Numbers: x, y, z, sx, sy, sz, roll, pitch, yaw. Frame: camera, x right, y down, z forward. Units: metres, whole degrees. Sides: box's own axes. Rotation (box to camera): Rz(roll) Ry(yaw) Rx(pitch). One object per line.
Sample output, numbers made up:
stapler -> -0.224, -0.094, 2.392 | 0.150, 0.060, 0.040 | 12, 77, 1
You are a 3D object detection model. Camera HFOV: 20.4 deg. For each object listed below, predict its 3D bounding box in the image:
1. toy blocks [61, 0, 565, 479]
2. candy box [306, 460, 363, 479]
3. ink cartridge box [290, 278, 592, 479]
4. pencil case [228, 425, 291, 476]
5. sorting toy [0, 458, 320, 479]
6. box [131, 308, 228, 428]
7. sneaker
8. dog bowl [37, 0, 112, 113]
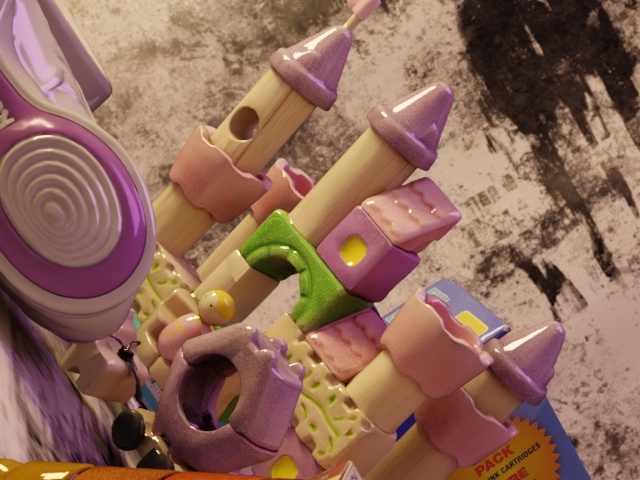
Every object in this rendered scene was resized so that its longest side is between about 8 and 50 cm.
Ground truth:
toy blocks -> 0.000, 0.000, 1.138 | 0.288, 0.260, 0.309 | 51, 14, 31
candy box -> 0.011, 0.211, 0.880 | 0.186, 0.109, 0.053 | 59, 25, -12
ink cartridge box -> 0.084, 0.223, 1.523 | 0.395, 0.270, 0.151 | 59, -7, -21
pencil case -> -0.010, 0.224, 1.203 | 0.206, 0.088, 0.086 | 56, -9, 27
sorting toy -> -0.046, 0.155, 0.697 | 0.126, 0.127, 0.365 | 26, -16, 18
box -> -0.135, 0.061, 1.398 | 0.100, 0.060, 0.244 | 59, -2, -30
sneaker -> -0.191, -0.073, 0.979 | 0.305, 0.114, 0.152 | 62, -15, 16
dog bowl -> -0.297, -0.230, 1.511 | 0.348, 0.102, 0.349 | 57, -2, 4
